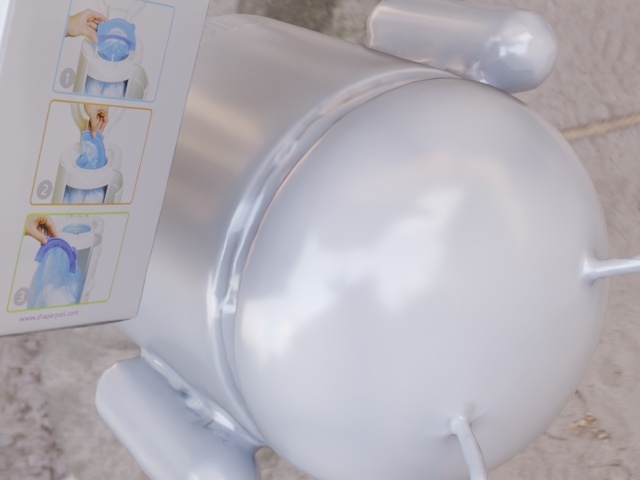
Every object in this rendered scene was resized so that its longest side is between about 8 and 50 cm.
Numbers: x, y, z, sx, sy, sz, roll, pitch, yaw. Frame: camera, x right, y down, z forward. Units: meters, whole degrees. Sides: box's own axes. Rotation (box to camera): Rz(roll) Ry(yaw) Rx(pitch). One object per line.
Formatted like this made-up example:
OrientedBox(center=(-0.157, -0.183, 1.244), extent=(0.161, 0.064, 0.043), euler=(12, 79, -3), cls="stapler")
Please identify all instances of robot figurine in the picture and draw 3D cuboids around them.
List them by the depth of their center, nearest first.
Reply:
OrientedBox(center=(0.000, 0.000, 0.612), extent=(0.353, 0.199, 0.300), euler=(27, 83, 49), cls="robot figurine")

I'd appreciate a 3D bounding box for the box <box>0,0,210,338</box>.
OrientedBox(center=(-0.120, -0.079, 0.453), extent=(0.114, 0.103, 0.203), euler=(22, 103, 29), cls="box")
